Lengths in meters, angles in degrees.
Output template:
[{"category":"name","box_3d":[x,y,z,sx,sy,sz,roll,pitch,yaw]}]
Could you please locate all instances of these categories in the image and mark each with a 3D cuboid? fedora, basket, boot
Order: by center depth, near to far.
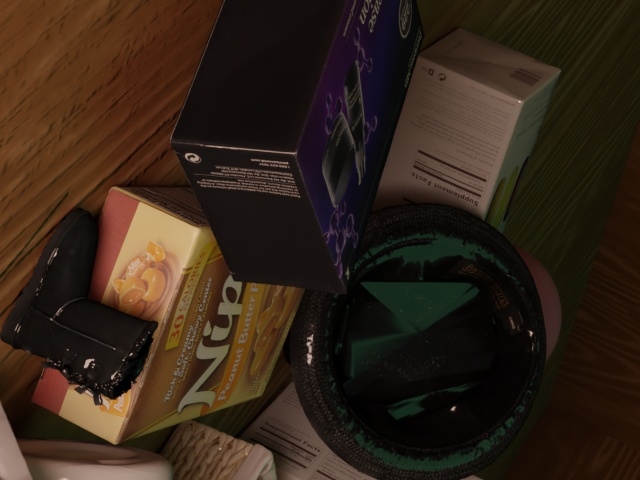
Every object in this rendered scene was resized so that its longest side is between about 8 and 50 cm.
[{"category":"boot","box_3d":[-0.162,0.049,1.222,0.121,0.099,0.045,-62,165,-9]},{"category":"basket","box_3d":[-0.126,0.271,1.660,0.167,0.103,0.113,-57,162,-27]},{"category":"fedora","box_3d":[0.081,0.112,1.854,0.152,0.334,0.334,-3,-129,57]}]

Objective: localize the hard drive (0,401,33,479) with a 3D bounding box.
[{"category":"hard drive","box_3d":[-0.251,0.281,1.153,0.040,0.210,0.318,5,117,-28]}]

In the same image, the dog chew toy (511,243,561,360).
[{"category":"dog chew toy","box_3d":[0.181,0.124,2.256,0.332,0.207,0.206,-27,140,-53]}]

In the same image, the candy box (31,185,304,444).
[{"category":"candy box","box_3d":[-0.106,0.052,1.425,0.183,0.088,0.316,-69,164,9]}]

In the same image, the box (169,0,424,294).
[{"category":"box","box_3d":[-0.009,-0.119,1.298,0.184,0.103,0.261,73,30,-55]}]

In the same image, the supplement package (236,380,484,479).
[{"category":"supplement package","box_3d":[0.027,0.324,1.931,0.145,0.262,0.204,-43,154,-50]}]

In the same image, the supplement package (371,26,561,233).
[{"category":"supplement package","box_3d":[0.159,-0.096,1.949,0.139,0.134,0.244,-39,150,-56]}]

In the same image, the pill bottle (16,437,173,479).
[{"category":"pill bottle","box_3d":[-0.195,0.289,1.254,0.152,0.152,0.272,5,91,-73]}]
